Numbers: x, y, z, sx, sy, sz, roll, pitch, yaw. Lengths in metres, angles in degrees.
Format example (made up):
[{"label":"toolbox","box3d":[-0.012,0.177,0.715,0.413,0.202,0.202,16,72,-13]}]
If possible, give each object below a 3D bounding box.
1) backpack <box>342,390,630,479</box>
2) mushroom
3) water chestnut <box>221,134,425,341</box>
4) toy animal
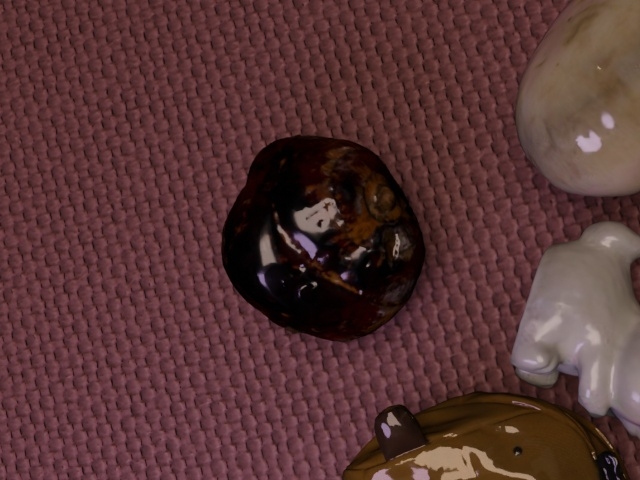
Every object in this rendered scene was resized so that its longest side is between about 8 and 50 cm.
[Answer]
[{"label":"backpack","box3d":[0.213,0.355,1.669,0.378,0.201,0.354,-25,81,13]},{"label":"mushroom","box3d":[0.420,-0.191,1.631,0.353,0.325,0.353,-2,75,9]},{"label":"water chestnut","box3d":[0.000,0.000,1.762,0.289,0.244,0.289,-1,103,-6]},{"label":"toy animal","box3d":[0.431,0.134,1.651,0.367,0.196,0.241,28,88,19]}]
